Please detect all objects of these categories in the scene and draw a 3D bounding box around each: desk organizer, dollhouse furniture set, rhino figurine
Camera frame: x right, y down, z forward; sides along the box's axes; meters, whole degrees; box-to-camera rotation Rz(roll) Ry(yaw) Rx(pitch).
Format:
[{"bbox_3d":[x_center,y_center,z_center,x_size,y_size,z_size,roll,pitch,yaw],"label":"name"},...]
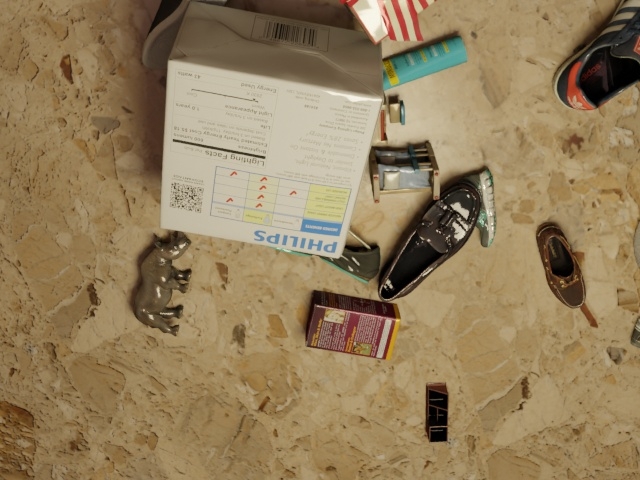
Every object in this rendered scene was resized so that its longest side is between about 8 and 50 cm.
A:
[{"bbox_3d":[0.265,0.392,1.828,0.047,0.050,0.130,-2,110,0],"label":"desk organizer"},{"bbox_3d":[0.159,-0.183,1.559,0.129,0.129,0.183,-4,122,1],"label":"dollhouse furniture set"},{"bbox_3d":[-0.329,0.079,1.698,0.106,0.073,0.243,12,108,-8],"label":"rhino figurine"}]

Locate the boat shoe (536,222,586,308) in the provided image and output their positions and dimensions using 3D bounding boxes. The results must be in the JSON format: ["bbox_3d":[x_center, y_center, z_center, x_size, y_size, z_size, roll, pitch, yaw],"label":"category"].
[{"bbox_3d":[0.510,0.063,1.703,0.073,0.073,0.207,-28,109,8],"label":"boat shoe"}]

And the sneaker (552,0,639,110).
[{"bbox_3d":[0.595,-0.376,1.504,0.131,0.148,0.350,36,105,-12],"label":"sneaker"}]

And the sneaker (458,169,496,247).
[{"bbox_3d":[0.323,-0.065,1.668,0.076,0.065,0.166,-3,107,18],"label":"sneaker"}]

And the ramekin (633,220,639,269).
[{"bbox_3d":[0.787,0.015,1.655,0.277,0.135,0.277,0,109,-1],"label":"ramekin"}]

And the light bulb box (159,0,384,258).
[{"bbox_3d":[-0.095,-0.194,1.465,0.358,0.225,0.361,10,131,-4],"label":"light bulb box"}]

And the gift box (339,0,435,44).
[{"bbox_3d":[0.124,-0.501,1.376,0.255,0.258,0.276,-39,117,11],"label":"gift box"}]

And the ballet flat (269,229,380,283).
[{"bbox_3d":[0.000,0.000,1.670,0.281,0.095,0.096,20,99,-18],"label":"ballet flat"}]

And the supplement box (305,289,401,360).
[{"bbox_3d":[0.068,0.182,1.734,0.188,0.081,0.104,10,110,-5],"label":"supplement box"}]

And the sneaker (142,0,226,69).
[{"bbox_3d":[-0.258,-0.455,1.501,0.105,0.146,0.296,3,146,-38],"label":"sneaker"}]

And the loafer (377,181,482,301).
[{"bbox_3d":[0.220,0.015,1.644,0.109,0.095,0.302,39,115,4],"label":"loafer"}]

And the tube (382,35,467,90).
[{"bbox_3d":[0.178,-0.338,1.560,0.207,0.080,0.052,-19,136,3],"label":"tube"}]

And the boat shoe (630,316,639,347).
[{"bbox_3d":[0.792,0.228,1.767,0.219,0.078,0.070,15,108,2],"label":"boat shoe"}]
